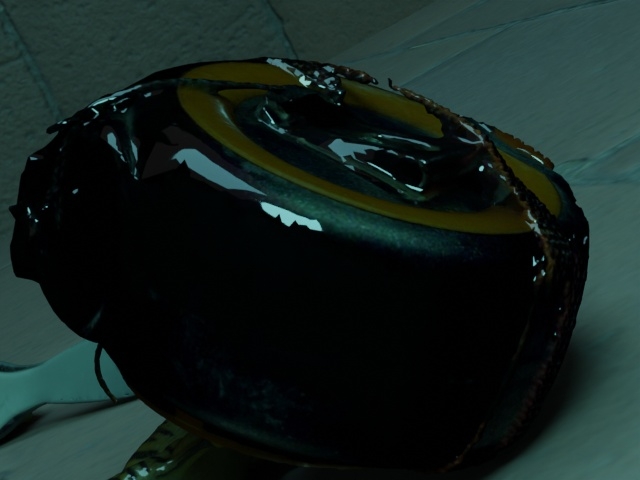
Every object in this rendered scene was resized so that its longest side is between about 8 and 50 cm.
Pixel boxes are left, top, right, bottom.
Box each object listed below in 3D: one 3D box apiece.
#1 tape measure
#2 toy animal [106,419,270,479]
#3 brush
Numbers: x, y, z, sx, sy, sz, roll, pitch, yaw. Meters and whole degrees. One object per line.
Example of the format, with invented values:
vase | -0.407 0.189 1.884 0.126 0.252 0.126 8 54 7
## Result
tape measure | 0.000 0.000 0.610 0.223 0.135 0.202 24 22 24
toy animal | -0.050 0.096 0.668 0.099 0.056 0.241 -19 14 38
brush | -0.206 0.106 1.031 0.297 0.068 0.060 -17 -7 29
